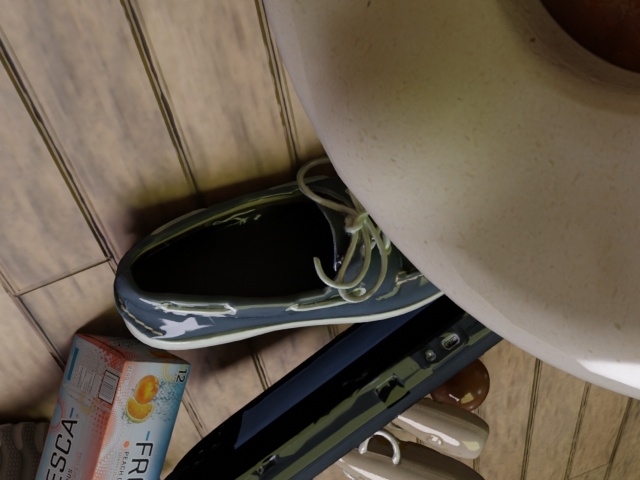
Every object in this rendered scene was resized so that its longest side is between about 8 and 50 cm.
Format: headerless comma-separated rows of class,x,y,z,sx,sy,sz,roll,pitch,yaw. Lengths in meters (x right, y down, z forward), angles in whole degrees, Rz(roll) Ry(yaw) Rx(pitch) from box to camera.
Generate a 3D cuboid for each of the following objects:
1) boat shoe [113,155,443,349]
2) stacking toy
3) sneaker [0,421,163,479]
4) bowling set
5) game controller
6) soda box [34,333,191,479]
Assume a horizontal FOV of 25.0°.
boat shoe,0.000,0.000,0.871,0.254,0.095,0.079,-10,164,-8
stacking toy,0.237,-0.174,0.585,0.480,0.351,0.350,-27,162,-39
sneaker,-0.208,0.220,1.099,0.115,0.105,0.281,-21,152,13
bowling set,0.046,0.170,1.217,0.154,0.200,0.287,23,143,-3
game controller,0.020,0.091,0.997,0.319,0.067,0.166,-37,-165,7
soda box,-0.148,0.156,0.964,0.063,0.058,0.183,10,99,-48
